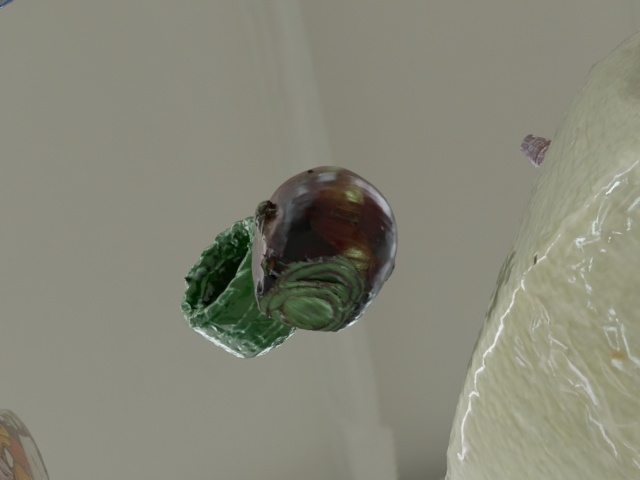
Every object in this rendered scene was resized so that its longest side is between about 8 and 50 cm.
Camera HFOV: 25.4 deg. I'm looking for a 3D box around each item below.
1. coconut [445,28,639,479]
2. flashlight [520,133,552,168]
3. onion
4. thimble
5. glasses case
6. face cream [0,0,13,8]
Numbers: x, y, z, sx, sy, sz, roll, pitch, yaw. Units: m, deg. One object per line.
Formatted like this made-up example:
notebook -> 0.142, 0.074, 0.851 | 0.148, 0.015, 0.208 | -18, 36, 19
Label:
coconut -> 0.155, 0.038, 0.380 | 0.237, 0.266, 0.237 | -21, -41, -19
flashlight -> 0.210, -0.059, 1.187 | 0.031, 0.110, 0.052 | -51, -42, 4
onion -> 0.000, 0.000, 1.015 | 0.118, 0.117, 0.119 | 26, -135, -29
thimble -> -0.069, 0.047, 1.349 | 0.090, 0.130, 0.118 | 33, -127, -27
glasses case -> -0.272, 0.210, 1.170 | 0.082, 0.321, 0.122 | -23, -89, -5
face cream -> -0.199, -0.174, 0.775 | 0.264, 0.149, 0.083 | -39, -108, -22
